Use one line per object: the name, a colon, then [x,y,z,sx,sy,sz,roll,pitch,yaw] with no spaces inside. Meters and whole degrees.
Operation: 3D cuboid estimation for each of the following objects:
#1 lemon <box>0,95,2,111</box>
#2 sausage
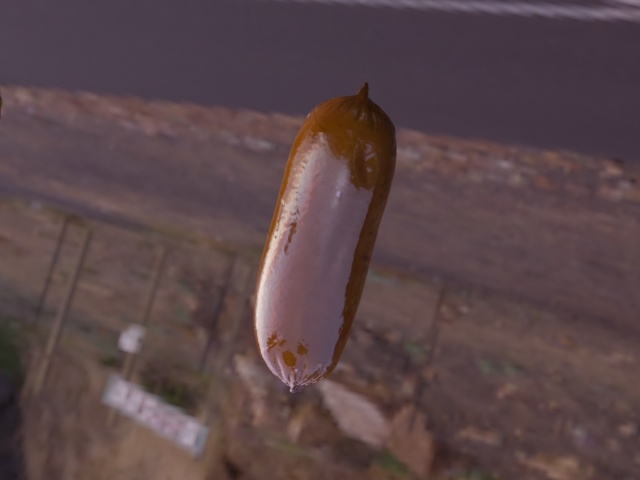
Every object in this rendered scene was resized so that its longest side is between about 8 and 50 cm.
lemon: [-0.348,-0.094,1.274,0.231,0.192,0.192,13,176,-36]
sausage: [0.000,0.000,0.939,0.062,0.183,0.054,19,-170,10]
